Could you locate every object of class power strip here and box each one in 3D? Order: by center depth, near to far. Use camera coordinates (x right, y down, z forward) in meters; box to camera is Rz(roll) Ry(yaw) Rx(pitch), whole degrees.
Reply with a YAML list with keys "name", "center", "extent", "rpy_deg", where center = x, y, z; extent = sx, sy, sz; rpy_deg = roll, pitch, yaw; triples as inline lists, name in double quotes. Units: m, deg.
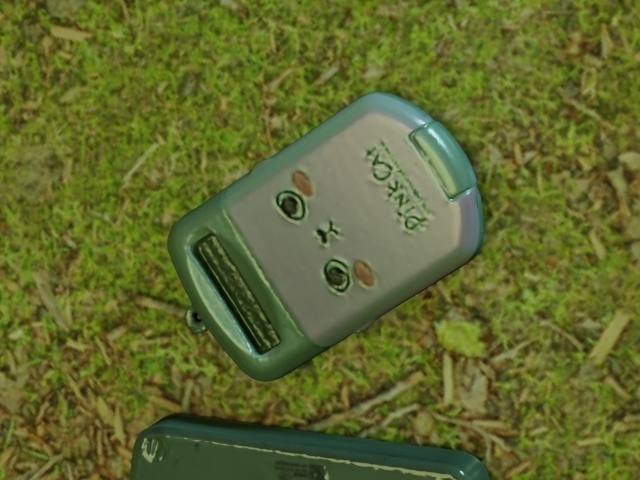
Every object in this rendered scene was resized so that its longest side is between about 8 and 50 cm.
- name: "power strip"
  center: [-0.014, 0.236, 1.300]
  extent: [0.265, 0.059, 0.193]
  rpy_deg: [6, 97, 16]

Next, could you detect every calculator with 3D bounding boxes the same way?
- name: "calculator"
  center: [0.000, 0.000, 1.265]
  extent: [0.246, 0.045, 0.141]
  rpy_deg: [-32, 89, 20]
